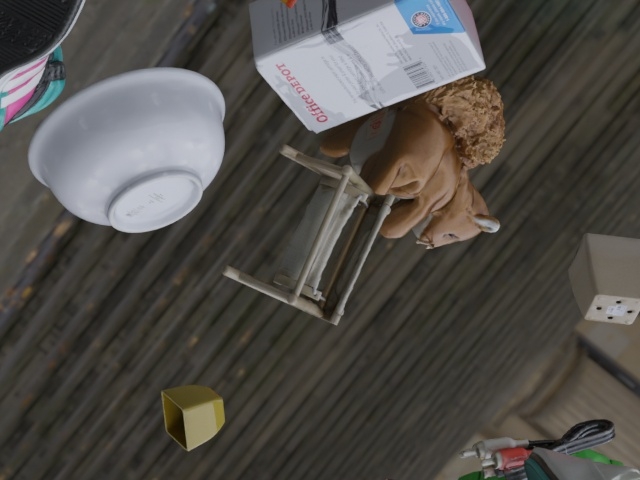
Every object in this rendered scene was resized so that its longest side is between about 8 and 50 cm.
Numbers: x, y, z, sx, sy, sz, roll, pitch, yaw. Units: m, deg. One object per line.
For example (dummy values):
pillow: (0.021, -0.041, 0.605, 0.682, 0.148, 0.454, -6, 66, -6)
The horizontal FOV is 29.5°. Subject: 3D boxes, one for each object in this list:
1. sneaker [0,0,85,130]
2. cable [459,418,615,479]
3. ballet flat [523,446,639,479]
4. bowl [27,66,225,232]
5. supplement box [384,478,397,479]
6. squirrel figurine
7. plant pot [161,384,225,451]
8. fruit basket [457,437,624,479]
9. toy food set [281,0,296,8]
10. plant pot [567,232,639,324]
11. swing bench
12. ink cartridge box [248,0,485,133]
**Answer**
sneaker: (-0.308, -0.208, 1.249, 0.295, 0.124, 0.178, -43, -170, 26)
cable: (0.386, 0.345, 2.068, 0.287, 0.072, 0.139, -16, -174, -15)
ballet flat: (0.352, 0.335, 1.411, 0.139, 0.139, 0.400, -52, -168, 5)
bowl: (-0.256, -0.105, 1.745, 0.297, 0.134, 0.298, -20, 155, -10)
supplement box: (0.121, 0.399, 1.853, 0.043, 0.055, 0.083, -38, -169, -24)
squirrel figurine: (0.259, -0.165, 2.566, 0.397, 0.370, 0.281, -49, -146, 6)
plant pot: (-0.206, 0.285, 2.013, 0.083, 0.081, 0.081, -18, 117, -30)
fruit basket: (0.413, 0.593, 2.218, 0.392, 0.283, 0.392, -41, -144, 38)
toy food set: (-0.068, -0.363, 1.598, 0.111, 0.104, 0.232, -55, -170, 1)
plant pot: (0.434, 0.064, 1.810, 0.109, 0.109, 0.096, 98, -1, -56)
swing bench: (0.000, 0.000, 2.146, 0.254, 0.165, 0.253, 28, 85, -57)
ink cartridge box: (0.072, -0.320, 1.908, 0.307, 0.129, 0.223, -19, 147, 18)
